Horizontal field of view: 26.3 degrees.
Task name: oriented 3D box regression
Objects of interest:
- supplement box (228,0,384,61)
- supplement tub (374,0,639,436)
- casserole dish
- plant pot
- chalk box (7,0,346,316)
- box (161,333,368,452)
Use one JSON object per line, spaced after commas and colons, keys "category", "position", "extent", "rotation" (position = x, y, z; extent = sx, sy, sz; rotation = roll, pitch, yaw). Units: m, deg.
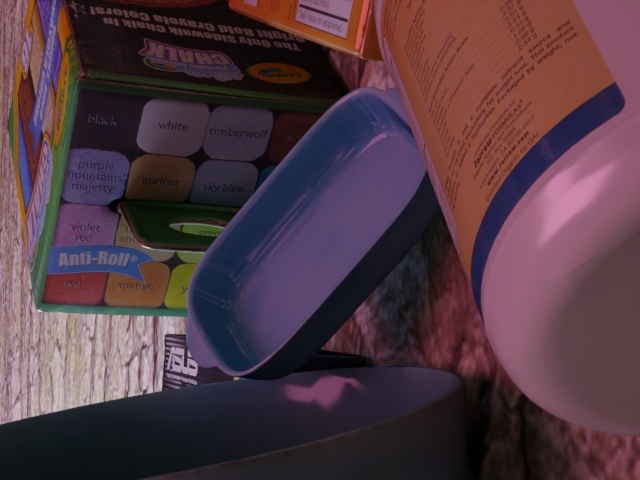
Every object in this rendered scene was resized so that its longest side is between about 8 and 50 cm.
{"category": "supplement box", "position": [0.020, -0.145, 0.760], "extent": [0.233, 0.078, 0.080], "rotation": [-139, 58, -64]}
{"category": "supplement tub", "position": [0.099, -0.054, 0.442], "extent": [0.144, 0.144, 0.200], "rotation": [113, 152, -41]}
{"category": "casserole dish", "position": [0.000, 0.000, 0.748], "extent": [0.188, 0.037, 0.114], "rotation": [-49, 37, 9]}
{"category": "plant pot", "position": [-0.060, 0.201, 0.644], "extent": [0.293, 0.293, 0.235], "rotation": [173, 88, -69]}
{"category": "chalk box", "position": [-0.100, -0.063, 0.917], "extent": [0.289, 0.180, 0.179], "rotation": [-111, 32, -50]}
{"category": "box", "position": [-0.050, 0.175, 0.912], "extent": [0.270, 0.060, 0.216], "rotation": [178, 94, -69]}
